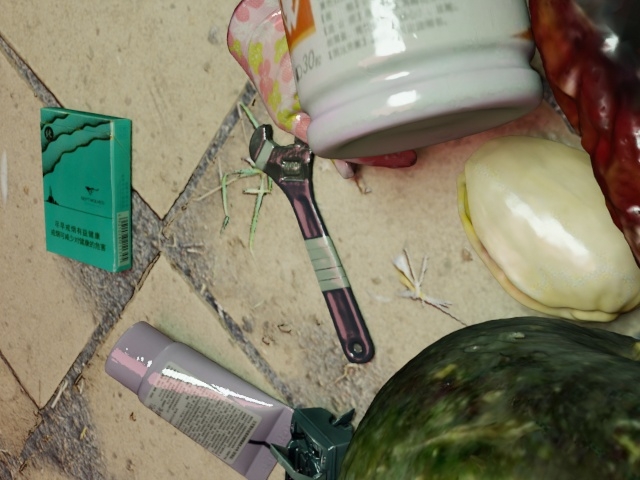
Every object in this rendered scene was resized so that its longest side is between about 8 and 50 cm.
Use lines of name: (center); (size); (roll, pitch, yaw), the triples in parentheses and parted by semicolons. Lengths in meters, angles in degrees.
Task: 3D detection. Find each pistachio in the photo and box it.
pistachio: (0.217, -0.012, 0.623); (0.145, 0.117, 0.200); (-39, 68, -6)

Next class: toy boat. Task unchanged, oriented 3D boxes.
toy boat: (-0.010, 0.327, 0.855); (0.093, 0.103, 0.245); (32, 125, 50)

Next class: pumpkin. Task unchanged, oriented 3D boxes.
pumpkin: (0.224, 0.241, 0.485); (0.455, 0.454, 0.343); (19, 95, 28)

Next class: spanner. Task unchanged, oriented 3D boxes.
spanner: (0.000, 0.000, 0.816); (0.087, 0.024, 0.315); (-22, 88, 29)

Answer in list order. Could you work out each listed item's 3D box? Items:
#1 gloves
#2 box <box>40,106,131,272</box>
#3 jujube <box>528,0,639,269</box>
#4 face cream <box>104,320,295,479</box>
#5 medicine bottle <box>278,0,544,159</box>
gloves: (0.004, -0.159, 0.719); (0.241, 0.126, 0.145); (47, 117, 24)
box: (-0.351, -0.078, 1.010); (0.161, 0.042, 0.226); (13, 108, 29)
jujube: (0.305, -0.104, 0.448); (0.276, 0.276, 0.376); (-35, 80, 34)
face cream: (-0.167, 0.221, 0.945); (0.274, 0.096, 0.154); (33, 115, 8)
medicine bottle: (0.057, -0.242, 0.571); (0.202, 0.202, 0.315); (-13, 89, 34)
